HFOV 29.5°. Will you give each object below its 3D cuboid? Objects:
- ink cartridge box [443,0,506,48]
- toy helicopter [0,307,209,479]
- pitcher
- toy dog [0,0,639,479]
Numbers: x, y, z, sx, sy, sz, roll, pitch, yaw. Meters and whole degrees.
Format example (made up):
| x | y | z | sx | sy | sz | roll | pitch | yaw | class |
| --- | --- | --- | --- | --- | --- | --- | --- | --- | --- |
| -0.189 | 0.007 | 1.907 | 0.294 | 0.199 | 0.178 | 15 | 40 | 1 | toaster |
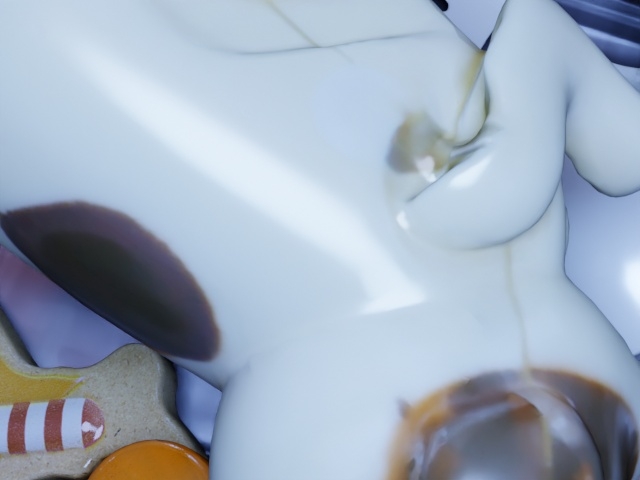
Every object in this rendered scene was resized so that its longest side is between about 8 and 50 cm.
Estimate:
| x | y | z | sx | sy | sz | roll | pitch | yaw | class |
| --- | --- | --- | --- | --- | --- | --- | --- | --- | --- |
| 0.122 | -0.236 | 0.820 | 0.115 | 0.067 | 0.198 | 40 | 120 | 9 | ink cartridge box |
| -0.202 | 0.119 | 0.736 | 0.235 | 0.140 | 0.355 | -35 | 68 | -1 | toy helicopter |
| 0.210 | -0.018 | 0.776 | 0.178 | 0.125 | 0.207 | -3 | 63 | -18 | pitcher |
| 0.000 | 0.000 | 0.569 | 0.395 | 0.284 | 0.408 | -22 | 76 | -39 | toy dog |
